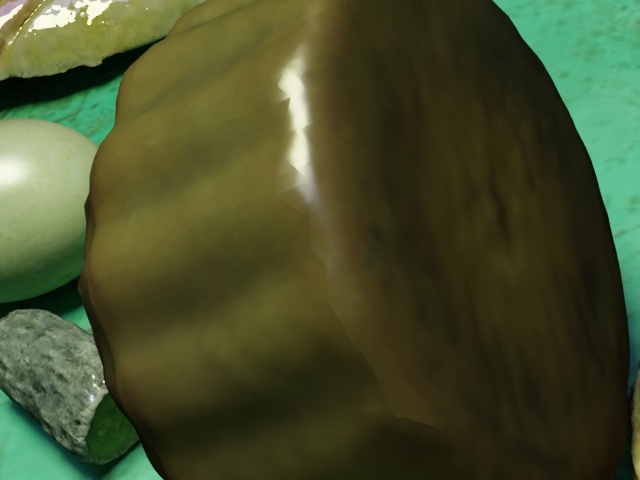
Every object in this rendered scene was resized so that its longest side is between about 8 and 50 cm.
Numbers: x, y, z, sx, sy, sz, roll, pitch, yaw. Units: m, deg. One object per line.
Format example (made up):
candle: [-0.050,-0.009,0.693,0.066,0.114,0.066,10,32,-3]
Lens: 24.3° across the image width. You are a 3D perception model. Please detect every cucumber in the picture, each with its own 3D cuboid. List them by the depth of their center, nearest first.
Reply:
cucumber: [-0.146,0.079,0.851,0.064,0.064,0.112,-42,47,-22]

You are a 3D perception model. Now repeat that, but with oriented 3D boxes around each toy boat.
toy boat: [-0.264,-0.209,1.156,0.276,0.111,0.293,-25,43,-14]

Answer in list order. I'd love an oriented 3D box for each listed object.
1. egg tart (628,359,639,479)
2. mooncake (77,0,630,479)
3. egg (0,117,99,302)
egg tart: [0.303,0.011,0.590,0.443,0.178,0.443,-29,33,21]
mooncake: [0.021,0.011,0.688,0.161,0.290,0.290,-19,39,30]
egg: [-0.199,-0.018,0.932,0.152,0.114,0.114,-17,42,7]
